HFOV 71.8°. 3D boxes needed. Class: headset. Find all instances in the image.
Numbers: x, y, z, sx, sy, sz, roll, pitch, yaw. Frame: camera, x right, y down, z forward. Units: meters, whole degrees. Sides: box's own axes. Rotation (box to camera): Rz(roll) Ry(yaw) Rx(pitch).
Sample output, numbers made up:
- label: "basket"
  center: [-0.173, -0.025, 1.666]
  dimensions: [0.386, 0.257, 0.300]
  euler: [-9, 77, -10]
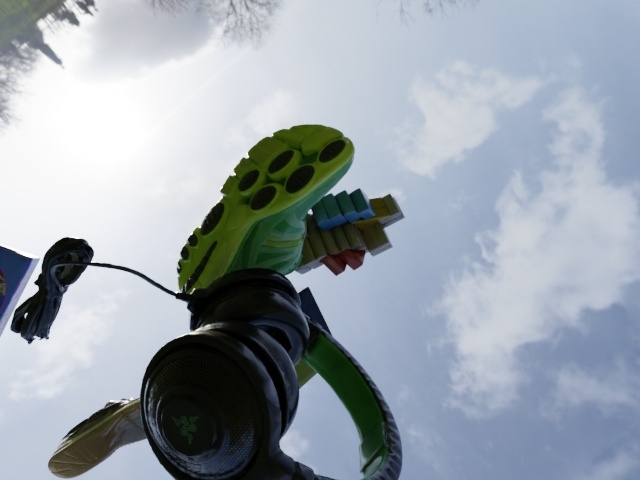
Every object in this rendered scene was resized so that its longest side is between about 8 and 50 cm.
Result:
- label: "headset"
  center: [-0.102, 0.135, 0.446]
  dimensions: [0.185, 0.394, 0.243]
  euler: [-50, -170, 16]

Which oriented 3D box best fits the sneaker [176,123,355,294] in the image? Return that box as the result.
- label: "sneaker"
  center: [-0.066, -0.026, 0.560]
  dimensions: [0.295, 0.123, 0.109]
  euler: [-44, -124, 22]

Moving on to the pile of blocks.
- label: "pile of blocks"
  center: [0.000, 0.000, 0.722]
  dimensions: [0.362, 0.149, 0.112]
  euler: [-14, -113, -20]

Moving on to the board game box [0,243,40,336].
- label: "board game box"
  center: [-0.801, 0.075, 0.878]
  dimensions: [0.078, 0.347, 0.233]
  euler: [-6, -120, 69]

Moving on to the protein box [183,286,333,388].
- label: "protein box"
  center: [-0.119, 0.190, 0.771]
  dimensions: [0.200, 0.136, 0.201]
  euler: [-32, -168, -38]

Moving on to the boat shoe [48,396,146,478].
- label: "boat shoe"
  center: [-0.418, 0.377, 0.924]
  dimensions: [0.285, 0.103, 0.092]
  euler: [-30, -148, -12]
